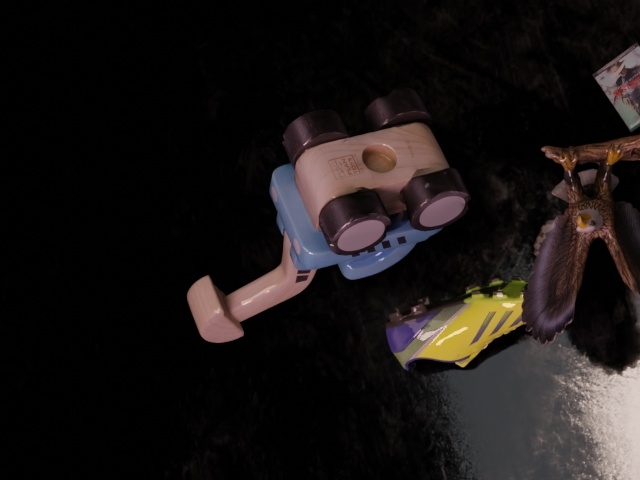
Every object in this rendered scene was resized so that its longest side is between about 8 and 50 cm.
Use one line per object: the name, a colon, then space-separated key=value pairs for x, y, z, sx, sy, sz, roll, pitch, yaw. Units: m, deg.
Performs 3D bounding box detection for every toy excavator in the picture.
toy excavator: x=0.000 y=0.000 z=2.145 sx=0.433 sy=0.445 sz=0.222 roll=-15 pitch=60 yaw=-17

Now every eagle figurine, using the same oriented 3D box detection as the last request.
eagle figurine: x=0.410 y=0.000 z=1.884 sx=0.226 sy=0.225 sz=0.298 roll=-9 pitch=87 yaw=55

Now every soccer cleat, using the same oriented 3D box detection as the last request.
soccer cleat: x=0.244 y=0.136 z=2.030 sx=0.289 sy=0.093 sz=0.121 roll=-15 pitch=99 yaw=24

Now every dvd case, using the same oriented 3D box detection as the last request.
dvd case: x=0.495 y=-0.242 z=2.008 sx=0.087 sy=0.013 sz=0.119 roll=-36 pitch=59 yaw=19
